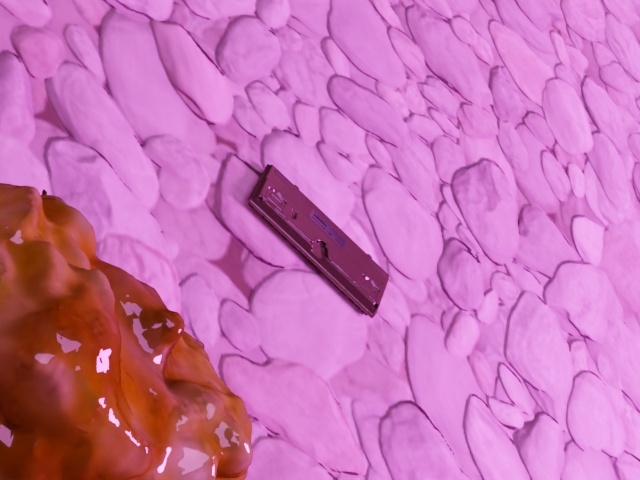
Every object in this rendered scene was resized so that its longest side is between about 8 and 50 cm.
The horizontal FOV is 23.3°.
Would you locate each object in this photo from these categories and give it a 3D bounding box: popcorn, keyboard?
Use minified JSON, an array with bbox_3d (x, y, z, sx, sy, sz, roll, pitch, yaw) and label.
[{"bbox_3d":[-0.155,0.081,0.735,0.249,0.249,0.225,38,26,-22],"label":"popcorn"},{"bbox_3d":[0.000,0.000,1.137,0.129,0.015,0.049,43,33,-15],"label":"keyboard"}]
